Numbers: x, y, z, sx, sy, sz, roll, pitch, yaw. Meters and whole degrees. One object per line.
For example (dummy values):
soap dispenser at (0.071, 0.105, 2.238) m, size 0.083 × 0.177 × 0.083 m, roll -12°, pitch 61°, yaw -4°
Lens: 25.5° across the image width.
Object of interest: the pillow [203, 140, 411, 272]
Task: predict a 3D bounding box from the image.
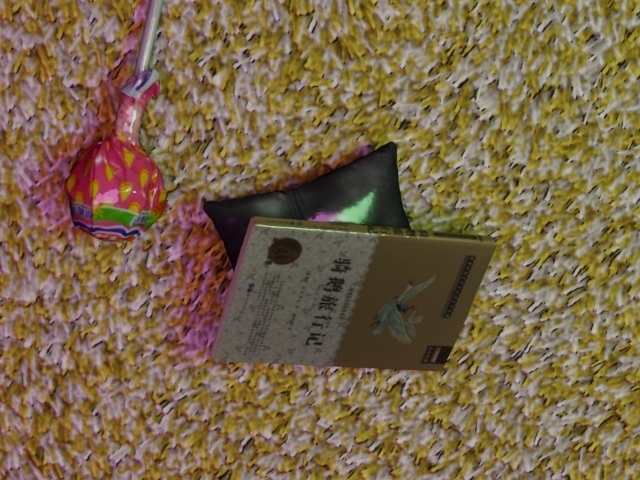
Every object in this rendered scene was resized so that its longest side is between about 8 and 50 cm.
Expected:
pillow at (0.000, 0.000, 1.737) m, size 0.250 × 0.106 × 0.186 m, roll -19°, pitch 109°, yaw -2°

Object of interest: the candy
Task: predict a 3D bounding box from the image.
candy at (-0.219, -0.178, 1.701) m, size 0.124 × 0.124 × 0.365 m, roll 14°, pitch 91°, yaw -7°

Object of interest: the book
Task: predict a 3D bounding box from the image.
book at (0.039, 0.071, 1.717) m, size 0.310 × 0.021 × 0.217 m, roll 4°, pitch 127°, yaw -20°
